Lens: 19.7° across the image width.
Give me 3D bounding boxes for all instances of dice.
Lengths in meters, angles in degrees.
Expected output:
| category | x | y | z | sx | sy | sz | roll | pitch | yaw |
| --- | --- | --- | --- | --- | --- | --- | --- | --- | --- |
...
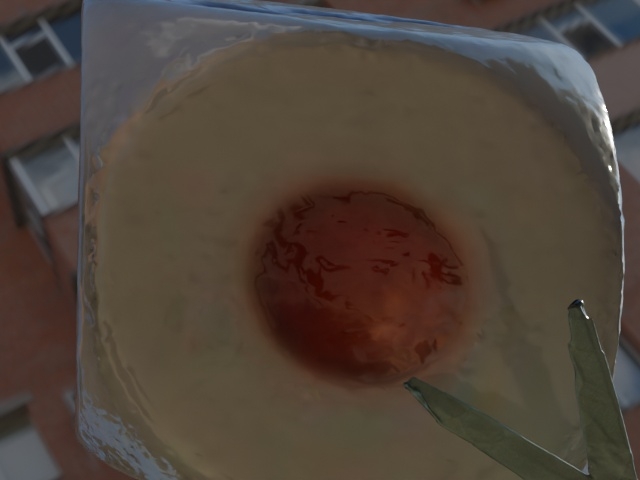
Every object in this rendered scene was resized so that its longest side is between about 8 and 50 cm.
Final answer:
| category | x | y | z | sx | sy | sz | roll | pitch | yaw |
| --- | --- | --- | --- | --- | --- | --- | --- | --- | --- |
| dice | 0.000 | 0.000 | 0.955 | 0.259 | 0.251 | 0.243 | 3 | -80 | -9 |

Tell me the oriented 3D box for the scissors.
| category | x | y | z | sx | sy | sz | roll | pitch | yaw |
| --- | --- | --- | --- | --- | --- | --- | --- | --- | --- |
| scissors | 0.132 | 0.121 | 0.827 | 0.144 | 0.017 | 0.247 | -28 | -53 | 14 |
